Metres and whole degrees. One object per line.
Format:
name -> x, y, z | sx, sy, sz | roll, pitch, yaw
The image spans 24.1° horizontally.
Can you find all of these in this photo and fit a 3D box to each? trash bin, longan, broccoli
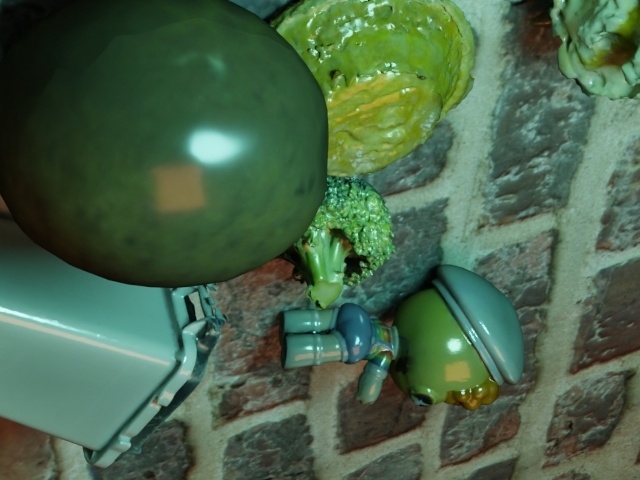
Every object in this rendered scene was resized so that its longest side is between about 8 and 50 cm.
trash bin -> -0.343, 0.101, 1.944 | 0.367, 0.256, 0.296 | 21, 126, -35
longan -> -0.176, -0.115, 1.673 | 0.404, 0.336, 0.404 | 3, 177, 0
broccoli -> 0.000, -0.002, 2.049 | 0.198, 0.176, 0.226 | 10, 122, -10

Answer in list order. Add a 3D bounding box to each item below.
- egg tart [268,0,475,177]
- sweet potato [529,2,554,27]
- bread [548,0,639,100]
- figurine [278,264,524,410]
egg tart -> 0.047, -0.184, 1.892 | 0.341, 0.132, 0.341 | -15, 143, -11
sweet potato -> 0.378, -0.325, 1.978 | 0.218, 0.051, 0.065 | -25, 147, 2
bread -> 0.482, -0.369, 1.808 | 0.394, 0.250, 0.361 | -25, 167, -27
figurine -> 0.132, 0.157, 2.290 | 0.381, 0.224, 0.205 | -9, 138, -20
